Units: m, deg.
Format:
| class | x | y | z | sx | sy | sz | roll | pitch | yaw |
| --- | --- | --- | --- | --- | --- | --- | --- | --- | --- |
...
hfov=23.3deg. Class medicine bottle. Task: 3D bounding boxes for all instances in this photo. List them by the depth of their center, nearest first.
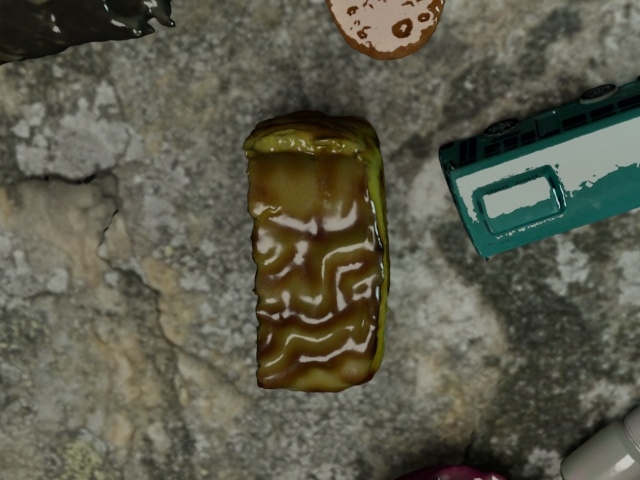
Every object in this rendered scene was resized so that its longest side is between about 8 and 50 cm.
| class | x | y | z | sx | sy | sz | roll | pitch | yaw |
| --- | --- | --- | --- | --- | --- | --- | --- | --- | --- |
| medicine bottle | 0.234 | 0.169 | 1.207 | 0.052 | 0.052 | 0.089 | 43 | 110 | -12 |

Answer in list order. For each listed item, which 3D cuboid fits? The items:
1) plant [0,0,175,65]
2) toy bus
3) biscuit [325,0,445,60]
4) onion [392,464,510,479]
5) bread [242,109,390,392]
| class | x | y | z | sx | sy | sz | roll | pitch | yaw |
| --- | --- | --- | --- | --- | --- | --- | --- | --- | --- |
| plant | -0.153 | -0.232 | 1.016 | 0.276 | 0.199 | 0.188 | -24 | 114 | 18 |
| toy bus | 0.167 | -0.049 | 1.104 | 0.160 | 0.092 | 0.079 | -18 | 108 | 13 |
| biscuit | 0.088 | -0.223 | 1.069 | 0.192 | 0.036 | 0.186 | -6 | 108 | 7 |
| onion | 0.107 | 0.285 | 1.208 | 0.207 | 0.200 | 0.200 | 30 | 112 | -20 |
| bread | 0.000 | 0.000 | 1.074 | 0.096 | 0.222 | 0.181 | -1 | 103 | 2 |
